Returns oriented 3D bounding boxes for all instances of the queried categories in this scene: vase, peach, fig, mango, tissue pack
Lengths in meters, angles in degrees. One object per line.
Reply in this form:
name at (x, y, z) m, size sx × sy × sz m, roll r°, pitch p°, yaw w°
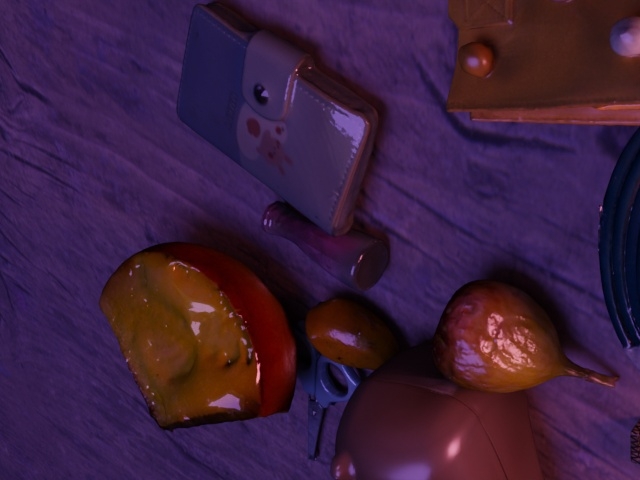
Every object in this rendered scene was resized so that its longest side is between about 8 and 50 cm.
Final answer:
vase at (0.000, 0.000, 1.537) m, size 0.214 × 0.086 × 0.086 m, roll 27°, pitch 136°, yaw 34°
peach at (-0.185, 0.176, 1.727) m, size 0.306 × 0.242 × 0.380 m, roll -46°, pitch 63°, yaw 28°
fig at (0.284, 0.152, 1.346) m, size 0.257 × 0.159 × 0.159 m, roll 19°, pitch 135°, yaw 6°
mango at (0.051, 0.153, 1.596) m, size 0.165 × 0.089 × 0.115 m, roll 16°, pitch 132°, yaw 32°
tissue pack at (0.187, 0.376, 1.491) m, size 0.267 × 0.277 × 0.387 m, roll 3°, pitch 123°, yaw 40°

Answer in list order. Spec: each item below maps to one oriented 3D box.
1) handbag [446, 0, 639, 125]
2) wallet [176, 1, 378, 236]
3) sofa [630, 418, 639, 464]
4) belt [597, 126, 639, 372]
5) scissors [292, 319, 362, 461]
handbag at (0.234, -0.309, 0.909) m, size 0.283 × 0.133 × 0.401 m, roll 8°, pitch 99°, yaw 47°
wallet at (-0.074, -0.186, 1.452) m, size 0.360 × 0.083 × 0.252 m, roll 37°, pitch 138°, yaw 22°
sofa at (0.478, 0.285, 1.315) m, size 0.118 × 0.039 × 0.060 m, roll 15°, pitch 129°, yaw 37°
belt at (0.454, 0.010, 1.015) m, size 0.300 × 0.173 × 0.437 m, roll 29°, pitch 133°, yaw 39°
scissors at (-0.006, 0.300, 1.820) m, size 0.191 × 0.029 × 0.360 m, roll 33°, pitch 140°, yaw 28°
